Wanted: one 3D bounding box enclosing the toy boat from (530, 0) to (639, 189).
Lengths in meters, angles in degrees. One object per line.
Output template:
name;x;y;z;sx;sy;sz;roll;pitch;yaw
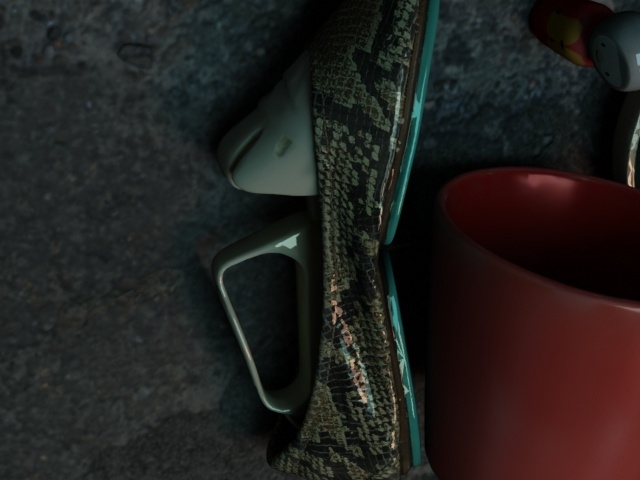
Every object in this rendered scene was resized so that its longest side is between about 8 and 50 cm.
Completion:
toy boat;0.333;-0.133;1.289;0.318;0.148;0.267;22;100;-35

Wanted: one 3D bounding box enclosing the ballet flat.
ballet flat;0.000;0.000;1.173;0.182;0.164;0.483;-1;115;-4

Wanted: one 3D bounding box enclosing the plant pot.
plant pot;0.207;0.097;1.221;0.275;0.275;0.243;-4;118;-28
